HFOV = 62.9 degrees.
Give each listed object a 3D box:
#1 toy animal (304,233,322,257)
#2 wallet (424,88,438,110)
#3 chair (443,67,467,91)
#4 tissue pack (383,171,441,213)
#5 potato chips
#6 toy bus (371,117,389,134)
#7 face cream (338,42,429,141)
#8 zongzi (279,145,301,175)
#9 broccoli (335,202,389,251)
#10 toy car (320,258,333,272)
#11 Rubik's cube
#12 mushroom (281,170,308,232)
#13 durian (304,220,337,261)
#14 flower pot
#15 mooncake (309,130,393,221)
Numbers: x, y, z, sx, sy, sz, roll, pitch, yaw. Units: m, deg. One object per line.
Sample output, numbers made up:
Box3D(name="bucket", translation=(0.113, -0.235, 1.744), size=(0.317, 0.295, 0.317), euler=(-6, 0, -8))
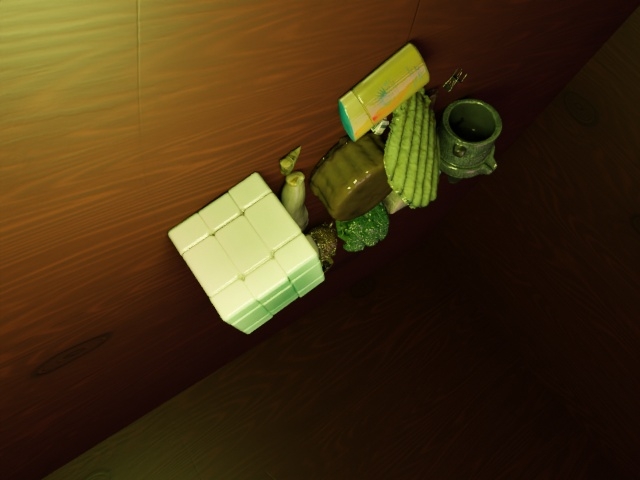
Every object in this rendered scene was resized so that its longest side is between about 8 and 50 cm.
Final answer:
Box3D(name="toy animal", translation=(-0.153, 0.095, 2.048), size=(0.310, 0.182, 0.248), euler=(-29, 129, -40))
Box3D(name="wallet", translation=(0.359, -0.456, 1.922), size=(0.132, 0.039, 0.243), euler=(-30, 165, -5))
Box3D(name="chair", translation=(0.481, -0.571, 1.864), size=(0.042, 0.037, 0.086), euler=(-3, 140, -46))
Box3D(name="tissue pack", translation=(0.421, -0.260, 2.478), size=(0.271, 0.124, 0.201), euler=(-30, 160, -24))
Box3D(name="potato chips", translation=(0.314, -0.296, 1.710), size=(0.069, 0.430, 0.358), euler=(-4, 154, 34))
Box3D(name="toy bus", translation=(0.157, -0.371, 1.577), size=(0.058, 0.102, 0.052), euler=(-49, 162, 28))
Box3D(name="face cream", translation=(0.172, -0.418, 1.485), size=(0.285, 0.067, 0.139), euler=(-39, 130, 3))
Box3D(name="zongzi", translation=(-0.087, -0.237, 1.552), size=(0.083, 0.040, 0.076), euler=(-53, 175, -14))
Box3D(name="broccoli", translation=(0.170, -0.092, 2.238), size=(0.245, 0.265, 0.295), euler=(-14, -144, 26))
Box3D(name="toy car", translation=(-0.067, 0.115, 2.459), size=(0.256, 0.125, 0.101), euler=(-11, 151, -41))
Box3D(name="Rubik's cube", translation=(-0.205, 0.051, 1.565), size=(0.315, 0.319, 0.322), euler=(-36, 164, -6))
Box3D(name="mushroom", translation=(-0.090, -0.111, 1.766), size=(0.109, 0.097, 0.351), euler=(-60, 171, -23))
Box3D(name="durian", translation=(0.000, 0.000, 2.237), size=(0.196, 0.166, 0.196), euler=(-54, -169, 16))
Box3D(name="flower pot", translation=(0.604, -0.394, 2.165), size=(0.299, 0.299, 0.283), euler=(-33, 160, -16))
Box3D(name="mooncake", translation=(0.127, -0.223, 1.786), size=(0.323, 0.187, 0.324), euler=(-34, 162, -12))
